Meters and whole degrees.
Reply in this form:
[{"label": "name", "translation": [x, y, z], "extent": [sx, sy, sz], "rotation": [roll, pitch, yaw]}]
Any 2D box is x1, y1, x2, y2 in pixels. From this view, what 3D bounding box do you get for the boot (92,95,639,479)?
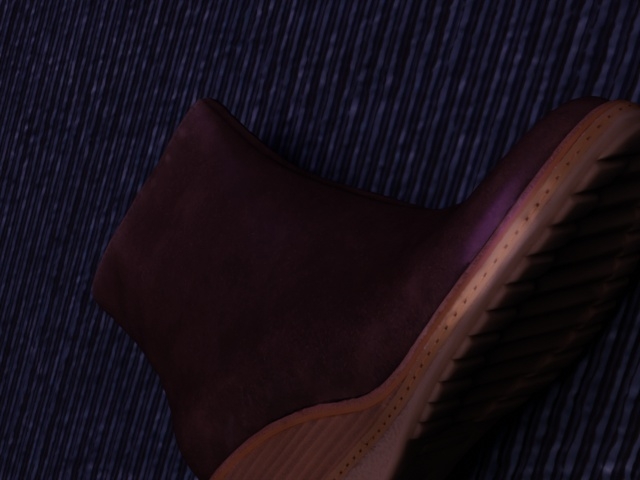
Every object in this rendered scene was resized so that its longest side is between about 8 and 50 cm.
[{"label": "boot", "translation": [0.000, 0.000, 0.497], "extent": [0.207, 0.090, 0.248], "rotation": [50, 120, 32]}]
